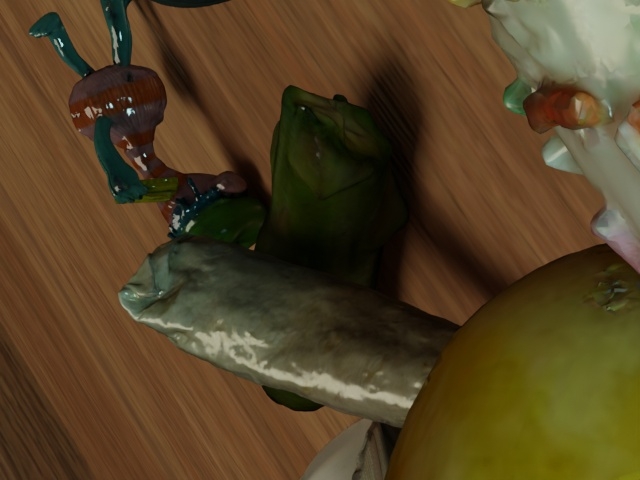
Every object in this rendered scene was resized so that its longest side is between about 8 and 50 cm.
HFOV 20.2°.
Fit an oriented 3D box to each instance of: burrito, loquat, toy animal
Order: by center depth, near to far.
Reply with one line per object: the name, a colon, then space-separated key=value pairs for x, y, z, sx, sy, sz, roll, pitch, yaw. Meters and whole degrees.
loquat: x=0.131 y=0.112 z=0.592 sx=0.235 sy=0.235 sz=0.235 roll=52 pitch=161 yaw=27
burrito: x=0.022 y=0.054 z=0.929 sx=0.275 sy=0.082 sz=0.059 roll=15 pitch=127 yaw=30
toy animal: x=-0.122 y=-0.074 z=1.227 sx=0.100 sy=0.103 sz=0.208 roll=-30 pitch=84 yaw=30

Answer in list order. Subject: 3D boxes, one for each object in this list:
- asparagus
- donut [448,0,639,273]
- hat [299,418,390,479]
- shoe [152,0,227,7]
asparagus: x=0.001 y=0.001 z=1.028 sx=0.082 sy=0.085 sz=0.343 roll=51 pitch=159 yaw=23
donut: x=0.132 y=-0.103 z=0.397 sx=0.382 sy=0.142 sz=0.382 roll=53 pitch=161 yaw=27
hat: x=0.065 y=0.241 z=1.245 sx=0.219 sy=0.164 sz=0.226 roll=145 pitch=134 yaw=-73
shoe: x=-0.041 y=-0.174 z=0.829 sx=0.093 sy=0.108 sz=0.241 roll=56 pitch=159 yaw=27
